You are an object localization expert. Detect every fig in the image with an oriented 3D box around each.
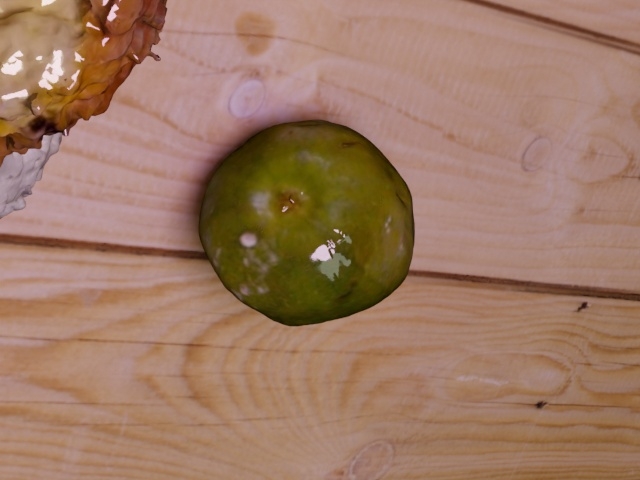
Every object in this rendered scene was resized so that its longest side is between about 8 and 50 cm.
[{"bbox_3d":[-0.001,-0.025,1.306,0.233,0.233,0.314,-64,174,15],"label":"fig"}]

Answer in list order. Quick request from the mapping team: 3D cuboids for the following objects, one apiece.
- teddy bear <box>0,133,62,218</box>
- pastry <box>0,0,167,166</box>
[{"bbox_3d":[-0.394,-0.077,0.973,0.375,0.327,0.362,11,69,-11],"label":"teddy bear"},{"bbox_3d":[-0.241,-0.272,0.772,0.292,0.337,0.405,-18,124,-4],"label":"pastry"}]
